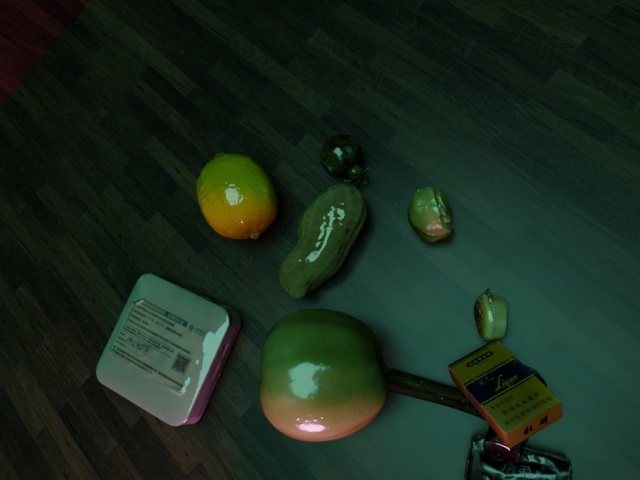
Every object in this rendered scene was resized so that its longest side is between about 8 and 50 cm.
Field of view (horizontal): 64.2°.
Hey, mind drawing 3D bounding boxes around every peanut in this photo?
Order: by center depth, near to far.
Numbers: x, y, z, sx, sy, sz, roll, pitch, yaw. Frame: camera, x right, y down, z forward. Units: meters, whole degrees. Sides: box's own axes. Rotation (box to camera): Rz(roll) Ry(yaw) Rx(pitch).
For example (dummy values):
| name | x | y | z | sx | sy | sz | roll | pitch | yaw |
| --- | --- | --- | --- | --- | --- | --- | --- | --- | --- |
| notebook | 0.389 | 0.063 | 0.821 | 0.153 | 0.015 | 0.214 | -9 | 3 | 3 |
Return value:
| name | x | y | z | sx | sy | sz | roll | pitch | yaw |
| --- | --- | --- | --- | --- | --- | --- | --- | --- | --- |
| peanut | 0.000 | 0.000 | 1.541 | 0.192 | 0.169 | 0.387 | 29 | 87 | 28 |

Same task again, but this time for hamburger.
| name | x | y | z | sx | sy | sz | roll | pitch | yaw |
| --- | --- | --- | --- | --- | --- | --- | --- | --- | --- |
| hamburger | 0.454 | 0.198 | 1.367 | 0.082 | 0.126 | 0.141 | 6 | 83 | 9 |

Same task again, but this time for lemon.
| name | x | y | z | sx | sy | sz | roll | pitch | yaw |
| --- | --- | --- | --- | --- | --- | --- | --- | --- | --- |
| lemon | -0.267 | -0.145 | 1.623 | 0.245 | 0.245 | 0.319 | -31 | 72 | 9 |

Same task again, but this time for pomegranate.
| name | x | y | z | sx | sy | sz | roll | pitch | yaw |
| --- | --- | --- | --- | --- | --- | --- | --- | --- | --- |
| pomegranate | 0.071 | -0.249 | 1.595 | 0.149 | 0.148 | 0.169 | -26 | 69 | 11 |

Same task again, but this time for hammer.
| name | x | y | z | sx | sy | sz | roll | pitch | yaw |
| --- | --- | --- | --- | --- | --- | --- | --- | --- | --- |
| hammer | 0.356 | 0.415 | 1.347 | 0.409 | 0.095 | 0.242 | 6 | 42 | 34 |

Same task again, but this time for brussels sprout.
| name | x | y | z | sx | sy | sz | roll | pitch | yaw |
| --- | --- | --- | --- | --- | --- | --- | --- | --- | --- |
| brussels sprout | 0.310 | -0.075 | 1.474 | 0.122 | 0.149 | 0.151 | -26 | 30 | 26 |

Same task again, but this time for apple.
| name | x | y | z | sx | sy | sz | roll | pitch | yaw |
| --- | --- | --- | --- | --- | --- | --- | --- | --- | --- |
| apple | 0.006 | 0.356 | 1.368 | 0.358 | 0.357 | 0.357 | -4 | 76 | 17 |

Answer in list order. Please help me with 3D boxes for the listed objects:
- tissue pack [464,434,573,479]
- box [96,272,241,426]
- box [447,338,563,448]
| name | x | y | z | sx | sy | sz | roll | pitch | yaw |
| --- | --- | --- | --- | --- | --- | --- | --- | --- | --- |
| tissue pack | 0.470 | 0.666 | 1.248 | 0.245 | 0.123 | 0.332 | 7 | 79 | 19 |
| box | -0.493 | 0.341 | 1.652 | 0.396 | 0.111 | 0.396 | 22 | 84 | 21 |
| box | 0.440 | 0.362 | 1.236 | 0.152 | 0.070 | 0.237 | -26 | 35 | -7 |
